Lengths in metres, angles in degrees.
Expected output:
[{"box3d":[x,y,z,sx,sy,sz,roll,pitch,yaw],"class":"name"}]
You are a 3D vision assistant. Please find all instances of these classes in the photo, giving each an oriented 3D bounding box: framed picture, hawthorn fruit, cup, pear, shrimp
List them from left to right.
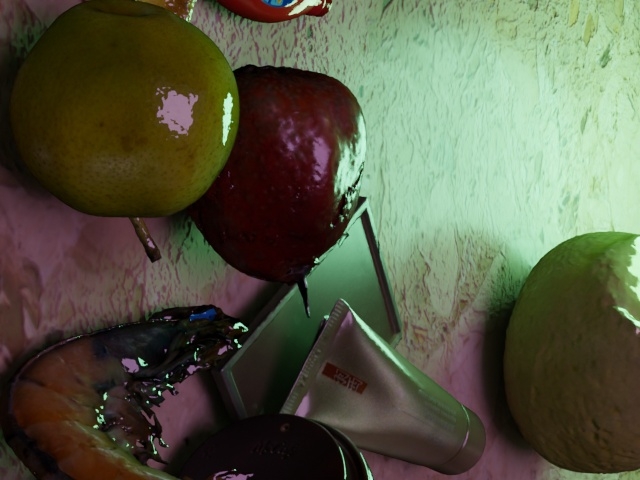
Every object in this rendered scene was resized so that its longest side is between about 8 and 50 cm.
[{"box3d":[-0.155,-0.081,1.026,0.180,0.166,0.216,-7,122,-21],"class":"pear"},{"box3d":[-0.117,0.143,1.064,0.290,0.222,0.054,-29,149,-54],"class":"shrimp"},{"box3d":[-0.042,-0.042,1.155,0.181,0.181,0.235,-13,98,-51],"class":"hawthorn fruit"},{"box3d":[-0.020,0.302,1.206,0.196,0.196,0.279,-57,141,-33],"class":"cup"},{"box3d":[-0.001,0.115,1.322,0.281,0.019,0.209,-49,136,-39],"class":"framed picture"}]

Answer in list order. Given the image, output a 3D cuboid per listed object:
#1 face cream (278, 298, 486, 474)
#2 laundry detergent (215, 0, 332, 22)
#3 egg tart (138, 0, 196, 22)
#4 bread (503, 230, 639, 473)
[{"box3d":[0.072,0.175,1.370,0.341,0.084,0.137,35,81,-52],"class":"face cream"},{"box3d":[-0.046,-0.255,1.245,0.165,0.049,0.097,8,82,-54],"class":"laundry detergent"},{"box3d":[-0.151,-0.225,1.115,0.105,0.039,0.105,-4,95,-52],"class":"egg tart"},{"box3d":[0.371,0.148,1.662,0.320,0.237,0.320,30,55,-56],"class":"bread"}]
